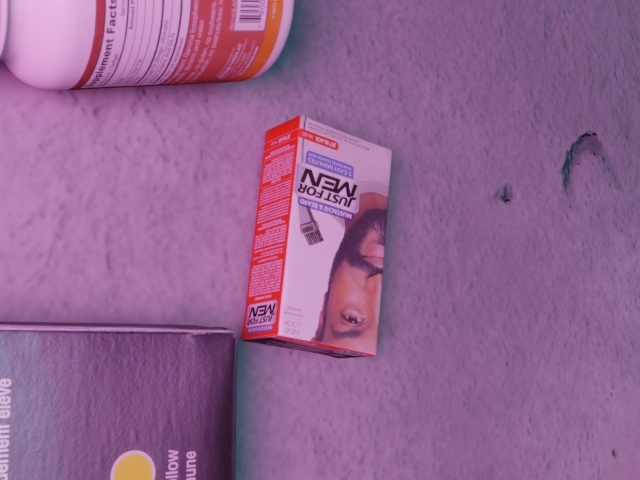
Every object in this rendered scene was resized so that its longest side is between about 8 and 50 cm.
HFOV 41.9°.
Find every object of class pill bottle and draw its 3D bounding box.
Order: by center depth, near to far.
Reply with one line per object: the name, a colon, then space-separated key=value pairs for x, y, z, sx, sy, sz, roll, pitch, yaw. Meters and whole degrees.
pill bottle: x=-0.134 y=-0.158 z=0.529 sx=0.216 sy=0.121 sz=0.121 roll=-11 pitch=87 yaw=-37

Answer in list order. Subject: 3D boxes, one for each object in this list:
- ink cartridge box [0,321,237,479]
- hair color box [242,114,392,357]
ink cartridge box: x=-0.188 y=0.194 z=0.437 sx=0.307 sy=0.072 sz=0.304 roll=5 pitch=82 yaw=-38
hair color box: x=0.000 y=0.000 z=0.638 sx=0.093 sy=0.053 sz=0.167 roll=16 pitch=73 yaw=-34
